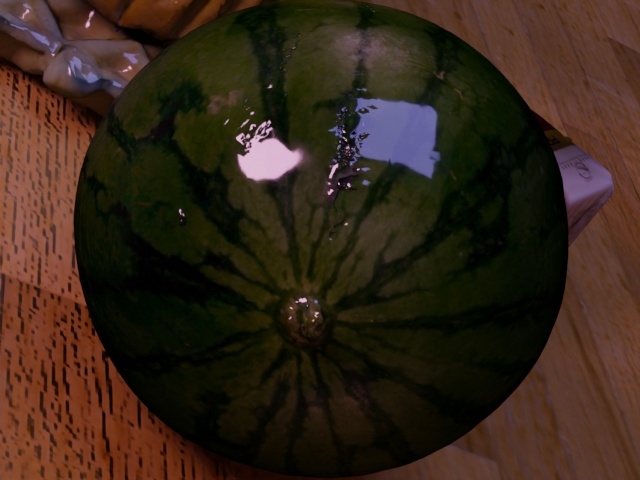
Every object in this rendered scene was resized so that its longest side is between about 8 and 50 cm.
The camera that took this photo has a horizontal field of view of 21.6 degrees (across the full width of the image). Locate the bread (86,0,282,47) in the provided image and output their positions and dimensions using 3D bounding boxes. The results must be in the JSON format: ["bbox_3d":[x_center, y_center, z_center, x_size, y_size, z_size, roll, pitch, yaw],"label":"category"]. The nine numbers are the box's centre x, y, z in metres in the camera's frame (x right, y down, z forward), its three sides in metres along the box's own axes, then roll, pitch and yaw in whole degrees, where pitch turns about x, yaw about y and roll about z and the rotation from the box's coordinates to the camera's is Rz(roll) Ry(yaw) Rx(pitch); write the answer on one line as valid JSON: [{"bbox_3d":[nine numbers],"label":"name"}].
[{"bbox_3d":[-0.083,-0.233,1.061,0.227,0.142,0.253,33,25,-17],"label":"bread"}]

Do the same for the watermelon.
[{"bbox_3d":[0.000,-0.001,0.814,0.242,0.242,0.242,27,29,-17],"label":"watermelon"}]

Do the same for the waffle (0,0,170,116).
[{"bbox_3d":[-0.120,-0.151,1.098,0.309,0.056,0.292,29,29,-12],"label":"waffle"}]

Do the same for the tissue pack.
[{"bbox_3d":[0.111,-0.028,1.119,0.106,0.099,0.149,43,29,14],"label":"tissue pack"}]
